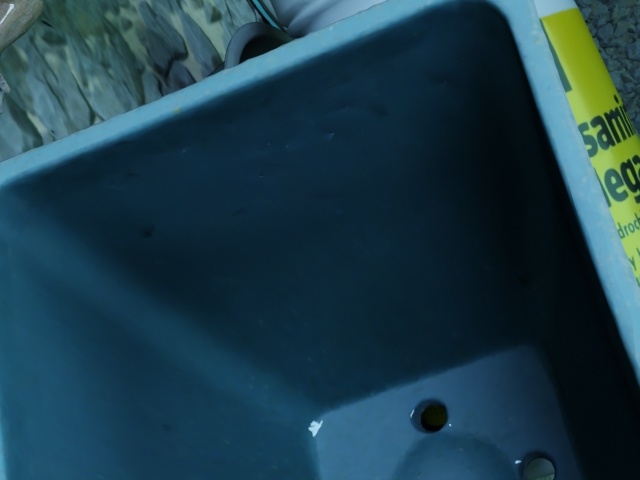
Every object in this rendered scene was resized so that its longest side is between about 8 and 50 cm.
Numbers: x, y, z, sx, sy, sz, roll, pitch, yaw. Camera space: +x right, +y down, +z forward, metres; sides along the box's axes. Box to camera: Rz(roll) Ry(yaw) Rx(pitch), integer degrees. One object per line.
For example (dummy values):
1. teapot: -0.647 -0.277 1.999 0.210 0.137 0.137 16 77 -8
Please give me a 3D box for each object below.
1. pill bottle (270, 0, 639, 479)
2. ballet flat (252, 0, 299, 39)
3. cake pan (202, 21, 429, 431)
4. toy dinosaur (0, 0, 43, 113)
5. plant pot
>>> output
1. pill bottle: 0.096 -0.040 0.778 0.334 0.188 0.188 65 19 -1
2. ballet flat: 0.010 -0.172 1.064 0.213 0.068 0.072 51 23 -34
3. cake pan: 0.000 0.000 0.847 0.293 0.054 0.293 53 22 -32
4. toy dinosaur: -0.109 -0.184 0.537 0.127 0.295 0.200 47 -30 24
5. plant pot: 0.027 0.085 0.554 0.252 0.248 0.247 49 24 -60
